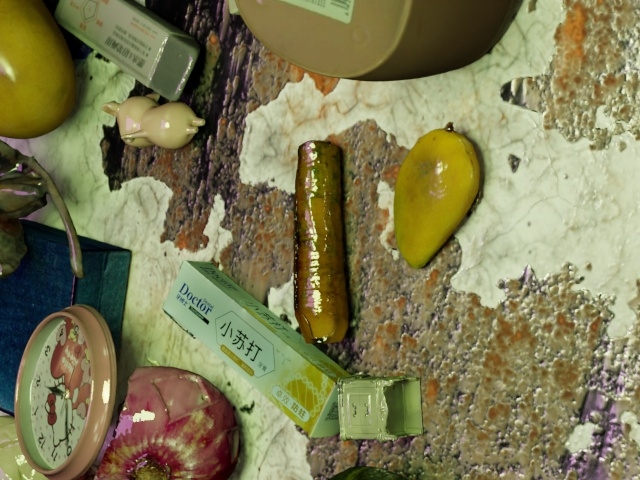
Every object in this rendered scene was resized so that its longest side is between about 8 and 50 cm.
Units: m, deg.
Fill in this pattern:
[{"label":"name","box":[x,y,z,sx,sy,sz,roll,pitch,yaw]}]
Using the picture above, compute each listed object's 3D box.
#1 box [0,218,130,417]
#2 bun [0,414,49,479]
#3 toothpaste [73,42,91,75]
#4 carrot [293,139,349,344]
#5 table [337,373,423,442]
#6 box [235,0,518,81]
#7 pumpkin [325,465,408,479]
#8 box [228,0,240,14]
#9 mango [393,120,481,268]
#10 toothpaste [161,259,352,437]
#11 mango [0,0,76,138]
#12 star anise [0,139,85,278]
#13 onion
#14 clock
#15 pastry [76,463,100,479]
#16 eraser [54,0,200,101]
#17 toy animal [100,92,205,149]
[{"label":"box","box":[-0.426,0.124,1.890,0.261,0.116,0.279,14,98,37]},{"label":"bun","box":[-0.519,0.390,1.970,0.210,0.116,0.237,20,102,39]},{"label":"toothpaste","box":[-0.368,-0.282,1.910,0.024,0.015,0.083,48,114,33]},{"label":"carrot","box":[0.000,0.000,1.566,0.070,0.070,0.260,-3,86,40]},{"label":"table","box":[0.072,0.203,1.506,0.083,0.062,0.079,-5,87,40]},{"label":"box","box":[0.057,-0.310,1.375,0.301,0.216,0.301,14,116,30]},{"label":"pumpkin","box":[0.062,0.375,1.456,0.223,0.157,0.224,16,116,34]},{"label":"box","box":[0.012,-0.433,1.563,0.365,0.051,0.205,-14,83,40]},{"label":"mango","box":[0.130,-0.053,1.461,0.101,0.066,0.187,39,122,34]},{"label":"toothpaste","box":[-0.082,0.137,1.635,0.313,0.071,0.089,36,108,35]},{"label":"mango","box":[-0.509,-0.306,1.854,0.445,0.232,0.300,37,157,41]},{"label":"star anise","box":[-0.491,-0.039,1.813,0.316,0.139,0.359,-35,72,32]},{"label":"onion","box":[-0.200,0.276,1.664,0.200,0.200,0.207,22,85,38]},{"label":"clock","box":[-0.345,0.208,1.704,0.244,0.056,0.244,-15,71,48]},{"label":"pastry","box":[-0.350,0.420,1.838,0.115,0.097,0.208,-15,81,33]},{"label":"eraser","box":[-0.286,-0.305,1.807,0.352,0.061,0.089,37,107,34]},{"label":"toy animal","box":[-0.229,-0.168,1.752,0.150,0.083,0.089,15,87,28]}]
